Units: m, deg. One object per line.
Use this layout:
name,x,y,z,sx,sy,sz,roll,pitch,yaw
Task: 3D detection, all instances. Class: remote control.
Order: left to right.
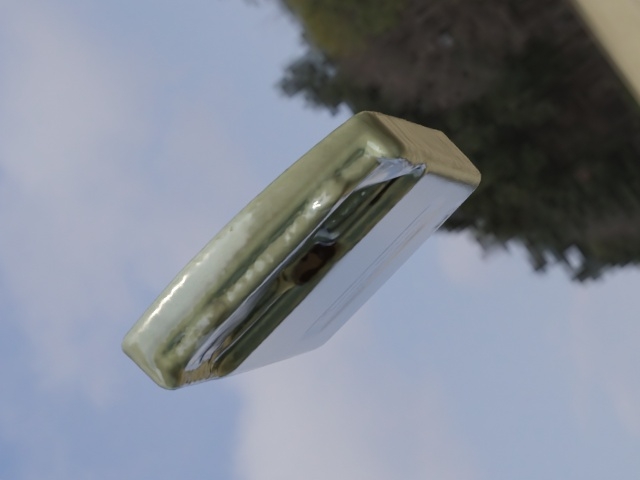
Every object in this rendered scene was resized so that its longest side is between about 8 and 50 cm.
remote control,0.000,0.000,0.756,0.038,0.123,0.285,45,-171,7
